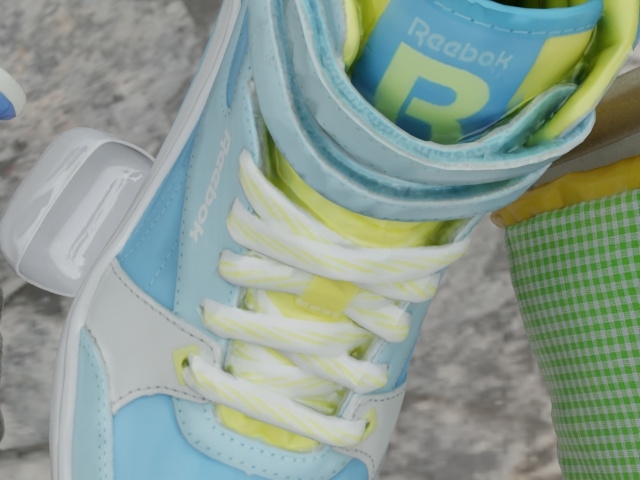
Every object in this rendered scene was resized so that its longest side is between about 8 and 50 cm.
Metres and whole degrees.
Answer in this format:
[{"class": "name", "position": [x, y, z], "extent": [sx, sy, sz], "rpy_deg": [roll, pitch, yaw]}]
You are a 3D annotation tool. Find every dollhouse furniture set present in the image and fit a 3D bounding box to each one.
[{"class": "dollhouse furniture set", "position": [0.136, 0.014, 0.627], "extent": [0.151, 0.301, 0.197], "rpy_deg": [3, 73, -37]}]

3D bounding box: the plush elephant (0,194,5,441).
[{"class": "plush elephant", "position": [-0.431, 0.043, 1.638], "extent": [0.272, 0.255, 0.330], "rpy_deg": [-22, 135, -56]}]

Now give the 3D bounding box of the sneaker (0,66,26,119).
[{"class": "sneaker", "position": [-0.254, -0.092, 1.156], "extent": [0.084, 0.058, 0.152], "rpy_deg": [-62, 150, -8]}]

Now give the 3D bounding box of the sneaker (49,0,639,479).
[{"class": "sneaker", "position": [0.000, 0.000, 0.579], "extent": [0.127, 0.208, 0.319], "rpy_deg": [16, 85, -12]}]

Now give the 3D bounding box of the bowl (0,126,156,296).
[{"class": "bowl", "position": [-0.205, -0.030, 1.505], "extent": [0.053, 0.142, 0.142], "rpy_deg": [36, 92, 22]}]
